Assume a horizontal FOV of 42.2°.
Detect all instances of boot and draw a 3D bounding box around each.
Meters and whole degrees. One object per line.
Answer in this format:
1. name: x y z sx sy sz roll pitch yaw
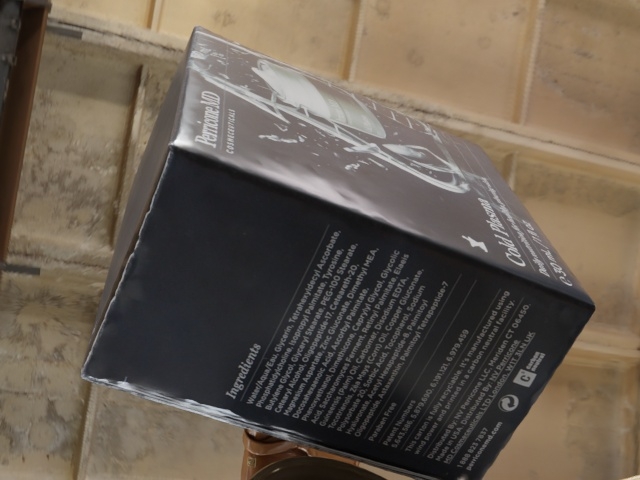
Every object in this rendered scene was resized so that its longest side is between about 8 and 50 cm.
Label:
1. boot: -0.024 0.267 1.211 0.283 0.109 0.220 -30 -55 -47

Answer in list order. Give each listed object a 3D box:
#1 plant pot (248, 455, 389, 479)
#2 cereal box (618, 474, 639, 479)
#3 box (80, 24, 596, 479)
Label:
1. plant pot: -0.001 0.448 0.888 0.323 0.323 0.280 22 -69 -16
2. cereal box: 0.216 0.273 0.449 0.048 0.240 0.173 -14 -47 5
3. box: 0.000 0.000 1.049 0.472 0.479 0.297 19 -66 -15
